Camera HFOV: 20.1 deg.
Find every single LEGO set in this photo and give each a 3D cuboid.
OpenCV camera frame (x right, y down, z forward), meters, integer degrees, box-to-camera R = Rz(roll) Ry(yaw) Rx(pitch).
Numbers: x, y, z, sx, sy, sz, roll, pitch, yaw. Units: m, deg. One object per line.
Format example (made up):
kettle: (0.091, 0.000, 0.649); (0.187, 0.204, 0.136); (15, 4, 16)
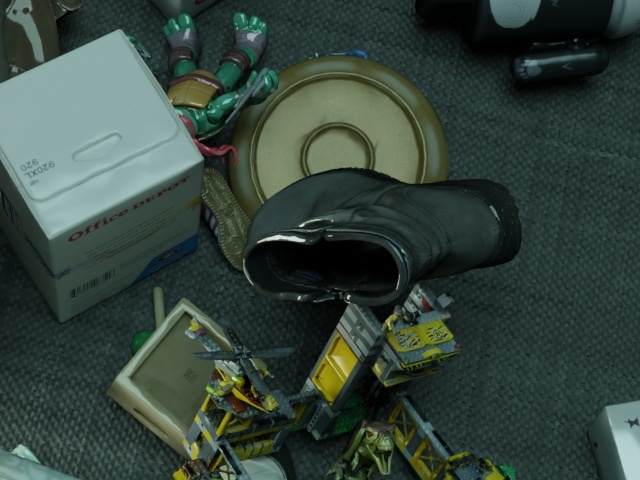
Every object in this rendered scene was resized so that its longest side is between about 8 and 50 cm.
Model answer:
LEGO set: (0.038, 0.171, 1.684); (0.331, 0.192, 0.255); (-4, 48, -33)

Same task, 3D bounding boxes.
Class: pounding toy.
pounding toy: (-0.143, 0.126, 1.813); (0.141, 0.100, 0.130); (40, 69, -1)

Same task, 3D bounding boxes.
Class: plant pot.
plant pot: (0.018, -0.084, 1.907); (0.236, 0.032, 0.236); (0, 81, 2)

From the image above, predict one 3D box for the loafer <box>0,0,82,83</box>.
loafer: (-0.328, -0.264, 1.945); (0.130, 0.134, 0.365); (3, 75, -30)

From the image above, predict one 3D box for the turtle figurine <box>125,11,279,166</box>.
turtle figurine: (-0.131, -0.163, 1.873); (0.175, 0.118, 0.234); (15, 32, 1)

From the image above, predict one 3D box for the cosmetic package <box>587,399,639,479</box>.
cosmetic package: (0.452, 0.327, 1.784); (0.284, 0.097, 0.377); (-10, 69, -7)

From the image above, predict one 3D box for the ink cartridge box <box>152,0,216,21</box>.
ink cartridge box: (-0.051, -0.449, 1.952); (0.395, 0.285, 0.166); (-37, 76, -18)

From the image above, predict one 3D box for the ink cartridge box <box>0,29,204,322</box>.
ink cartridge box: (-0.230, -0.061, 1.796); (0.171, 0.232, 0.168); (-28, 73, -17)

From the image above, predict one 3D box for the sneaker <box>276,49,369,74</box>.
sneaker: (-0.008, -0.181, 1.966); (0.135, 0.058, 0.052); (-18, 70, -13)

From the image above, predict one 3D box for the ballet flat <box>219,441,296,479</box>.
ballet flat: (-0.067, 0.292, 1.739); (0.095, 0.096, 0.280); (3, 67, -4)

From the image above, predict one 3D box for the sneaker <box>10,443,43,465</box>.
sneaker: (-0.342, 0.261, 1.722); (0.256, 0.094, 0.151); (16, 72, -10)

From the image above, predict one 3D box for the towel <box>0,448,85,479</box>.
towel: (-0.236, 0.391, 1.589); (0.321, 0.090, 0.374); (19, 101, 2)

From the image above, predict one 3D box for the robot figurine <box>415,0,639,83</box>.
robot figurine: (0.243, -0.300, 1.987); (0.278, 0.209, 0.173); (-4, 31, -7)

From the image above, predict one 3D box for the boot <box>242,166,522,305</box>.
boot: (0.000, 0.000, 1.712); (0.223, 0.338, 0.118); (-17, 96, -46)

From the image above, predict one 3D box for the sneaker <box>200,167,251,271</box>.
sneaker: (-0.107, -0.023, 1.904); (0.042, 0.067, 0.118); (-28, 103, -19)
